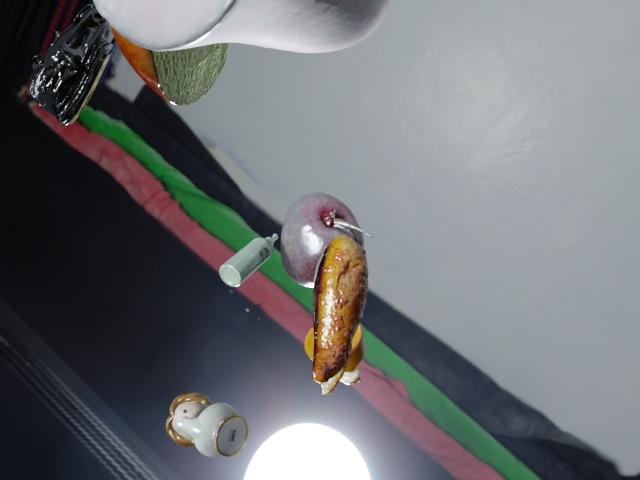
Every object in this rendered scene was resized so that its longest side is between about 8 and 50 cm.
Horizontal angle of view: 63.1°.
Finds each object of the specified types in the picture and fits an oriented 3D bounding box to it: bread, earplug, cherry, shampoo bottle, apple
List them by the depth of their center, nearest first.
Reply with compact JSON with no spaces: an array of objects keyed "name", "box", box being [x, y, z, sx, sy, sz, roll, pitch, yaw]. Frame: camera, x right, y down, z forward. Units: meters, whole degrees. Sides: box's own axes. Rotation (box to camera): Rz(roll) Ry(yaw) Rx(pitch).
[{"name":"earplug","box":[-0.025,-0.238,0.448,0.172,0.172,0.301,43,-150,17]},{"name":"bread","box":[0.034,0.123,0.887,0.139,0.095,0.269,63,-152,-64]},{"name":"apple","box":[-0.284,-0.393,0.961,0.254,0.179,0.346,60,-165,-3]},{"name":"shampoo bottle","box":[-0.145,0.030,1.145,0.056,0.056,0.195,38,-141,4]},{"name":"cherry","box":[0.000,0.000,1.217,0.183,0.266,0.213,13,-133,-36]}]

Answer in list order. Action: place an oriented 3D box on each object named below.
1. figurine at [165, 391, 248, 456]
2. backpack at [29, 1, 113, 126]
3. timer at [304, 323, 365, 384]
[{"name":"figurine","box":[-0.311,0.492,1.400,0.263,0.142,0.189,-1,159,45]},{"name":"backpack","box":[-0.518,-0.380,1.099,0.133,0.258,0.206,35,-179,-29]},{"name":"timer","box":[0.050,0.263,1.148,0.132,0.131,0.152,-106,-6,-58]}]
